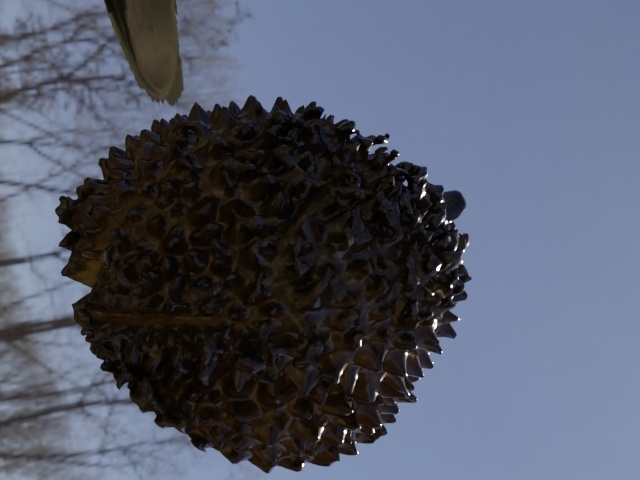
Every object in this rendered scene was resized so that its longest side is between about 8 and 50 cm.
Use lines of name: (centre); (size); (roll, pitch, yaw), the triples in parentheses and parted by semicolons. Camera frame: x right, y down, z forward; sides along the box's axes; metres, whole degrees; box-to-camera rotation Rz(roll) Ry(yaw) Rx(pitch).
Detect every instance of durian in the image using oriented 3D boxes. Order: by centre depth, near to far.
durian: (0.000, 0.000, 0.421); (0.091, 0.188, 0.148); (-43, -109, 45)

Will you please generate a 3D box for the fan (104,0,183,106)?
fan: (-0.148, -0.217, 0.720); (0.414, 0.012, 0.233); (-140, -142, -61)
